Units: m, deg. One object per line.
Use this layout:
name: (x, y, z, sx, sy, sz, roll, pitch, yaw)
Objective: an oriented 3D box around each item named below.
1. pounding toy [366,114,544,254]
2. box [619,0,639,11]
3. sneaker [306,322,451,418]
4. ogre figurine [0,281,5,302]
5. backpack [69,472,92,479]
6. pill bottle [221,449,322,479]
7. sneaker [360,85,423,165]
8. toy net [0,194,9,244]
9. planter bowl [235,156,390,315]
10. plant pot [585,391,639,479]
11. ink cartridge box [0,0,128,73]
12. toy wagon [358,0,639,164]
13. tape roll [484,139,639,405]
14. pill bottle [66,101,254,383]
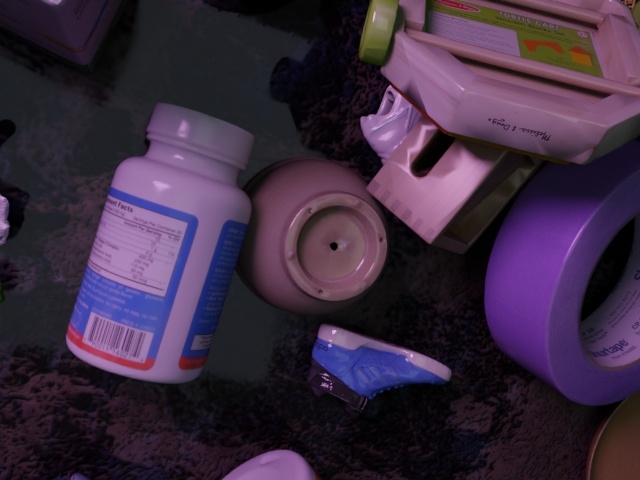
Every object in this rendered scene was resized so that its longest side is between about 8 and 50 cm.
pounding toy: (0.161, -0.085, 0.627, 0.094, 0.206, 0.181, 43, 103, 23)
box: (0.417, -0.333, 0.705, 0.293, 0.073, 0.296, 1, 97, -16)
sneaker: (0.059, 0.148, 0.658, 0.152, 0.058, 0.085, 19, 85, -14)
ogre figurine: (-0.372, 0.023, 0.502, 0.197, 0.096, 0.118, 47, 64, -31)
backpack: (-0.215, 0.280, 0.569, 0.084, 0.105, 0.114, -43, 111, -7)
pill bottle: (-0.001, 0.355, 0.617, 0.152, 0.152, 0.272, -38, 105, -9)
sneaker: (0.105, -0.147, 0.643, 0.152, 0.053, 0.061, -44, 104, -7)
toy net: (-0.320, -0.094, 0.500, 0.045, 0.122, 0.233, -42, 133, -51)
planter bowl: (0.000, 0.000, 0.599, 0.161, 0.109, 0.162, -2, 96, -17)
plant pot: (0.431, 0.283, 0.802, 0.236, 0.032, 0.237, -2, 97, -17)
ink cartridge box: (-0.230, -0.225, 0.414, 0.201, 0.278, 0.117, 27, 89, -18)
toy wagon: (0.177, -0.204, 0.566, 0.267, 0.345, 0.068, 14, 137, -3)
tape roll: (0.309, 0.033, 0.666, 0.274, 0.090, 0.275, -12, 115, -26)
pill bottle: (-0.132, 0.000, 0.552, 0.124, 0.124, 0.222, 18, 91, -18)
